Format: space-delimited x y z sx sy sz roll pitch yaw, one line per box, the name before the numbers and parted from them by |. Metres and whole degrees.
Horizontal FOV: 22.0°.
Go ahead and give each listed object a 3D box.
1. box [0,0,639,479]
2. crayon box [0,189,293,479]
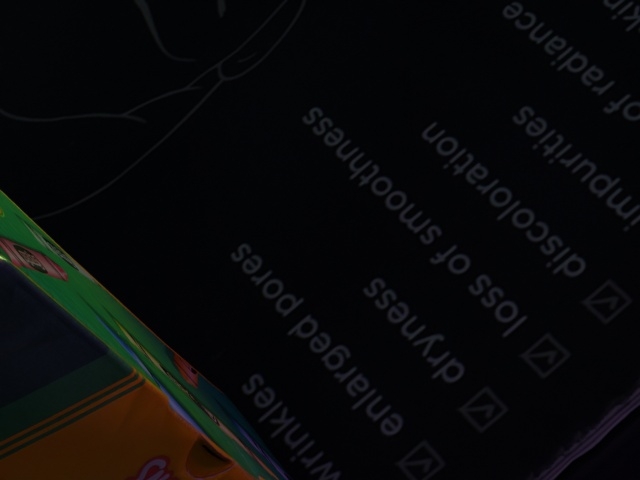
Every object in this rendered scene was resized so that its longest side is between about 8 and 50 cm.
box | 0.000 0.000 0.797 0.480 0.472 0.297 48 -5 35
crayon box | -0.111 0.081 0.451 0.081 0.165 0.278 49 -3 28
